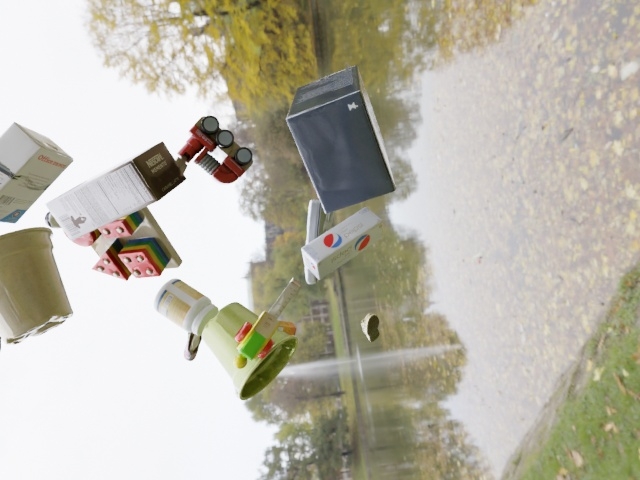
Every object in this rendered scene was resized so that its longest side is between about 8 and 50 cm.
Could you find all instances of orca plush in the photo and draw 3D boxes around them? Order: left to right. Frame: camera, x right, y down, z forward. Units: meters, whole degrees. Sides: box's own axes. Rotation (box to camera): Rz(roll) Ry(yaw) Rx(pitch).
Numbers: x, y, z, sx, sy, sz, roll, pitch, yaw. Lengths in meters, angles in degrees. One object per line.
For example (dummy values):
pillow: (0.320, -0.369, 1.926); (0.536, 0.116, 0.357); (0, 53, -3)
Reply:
orca plush: (-0.990, -0.150, 2.069); (0.287, 0.102, 0.151); (-61, -33, -31)

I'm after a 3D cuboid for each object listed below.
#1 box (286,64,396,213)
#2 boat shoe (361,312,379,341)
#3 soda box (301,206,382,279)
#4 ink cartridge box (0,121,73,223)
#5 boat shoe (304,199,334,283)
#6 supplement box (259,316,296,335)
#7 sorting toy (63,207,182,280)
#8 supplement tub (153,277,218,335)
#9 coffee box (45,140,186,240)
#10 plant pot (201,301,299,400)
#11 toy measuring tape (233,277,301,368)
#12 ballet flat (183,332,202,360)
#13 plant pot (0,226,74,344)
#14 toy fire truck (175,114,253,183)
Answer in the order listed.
box: (0.064, -0.309, 1.527); (0.395, 0.212, 0.294); (-86, -24, -63)
boat shoe: (0.137, 0.241, 1.474); (0.045, 0.050, 0.135); (42, 157, 33)
soda box: (0.059, 0.005, 1.336); (0.069, 0.216, 0.074); (44, 157, 34)
ink cartridge box: (-1.281, -0.272, 2.179); (0.166, 0.395, 0.285); (42, 178, 1)
boat shoe: (0.000, 0.000, 1.756); (0.109, 0.094, 0.302); (108, 166, -71)
supplement box: (-0.223, 0.366, 2.144); (0.078, 0.233, 0.080); (-153, 74, -70)
sorting toy: (-0.550, 0.004, 1.401); (0.089, 0.255, 0.257); (-69, -35, -45)
supplement tub: (-0.487, 0.243, 1.890); (0.144, 0.199, 0.144); (-54, -15, -22)
coffee box: (-0.434, -0.106, 1.114); (0.098, 0.246, 0.141); (62, -159, -19)
plant pot: (-0.260, 0.357, 1.789); (0.254, 0.276, 0.276); (38, 162, 20)
toy measuring tape: (-0.172, 0.260, 1.621); (0.330, 0.121, 0.121); (-56, -25, -30)
ballet flat: (-0.556, 0.430, 2.319); (0.079, 0.077, 0.221); (-44, 30, 37)
plant pot: (-1.000, 0.166, 1.743); (0.305, 0.333, 0.334); (61, 179, 3)
toy fire truck: (-0.363, -0.245, 1.652); (0.217, 0.246, 0.158); (43, 171, -13)
